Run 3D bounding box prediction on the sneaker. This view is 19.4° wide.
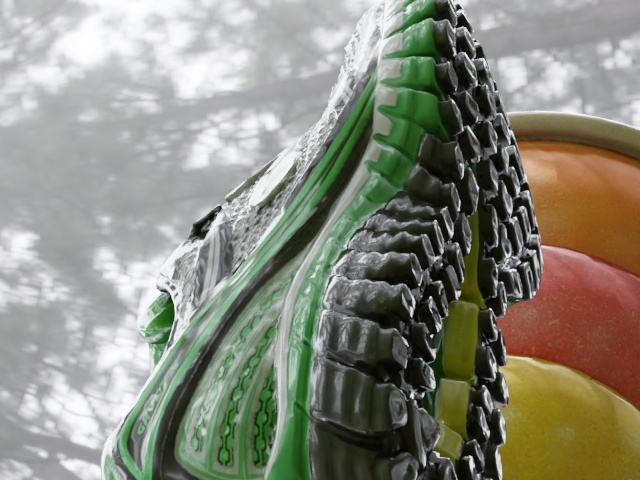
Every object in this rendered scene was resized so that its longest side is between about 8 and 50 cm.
[{"bbox_3d":[0.000,0.000,0.752,0.343,0.146,0.134,-67,-39,-56],"label":"sneaker"}]

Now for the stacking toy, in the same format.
[{"bbox_3d":[0.106,0.145,1.025,0.350,0.480,0.351,3,-72,10],"label":"stacking toy"}]
